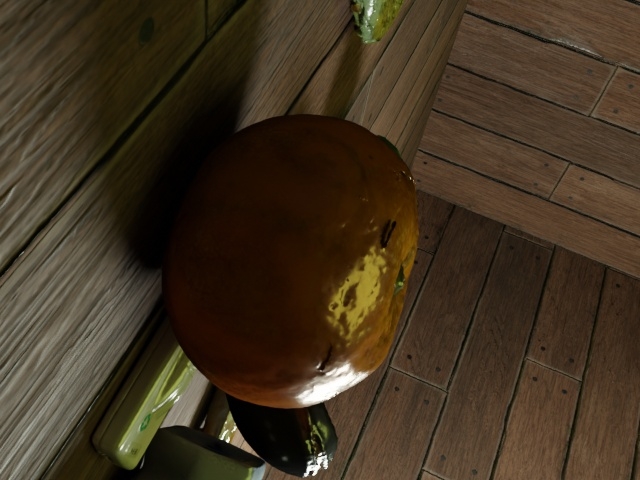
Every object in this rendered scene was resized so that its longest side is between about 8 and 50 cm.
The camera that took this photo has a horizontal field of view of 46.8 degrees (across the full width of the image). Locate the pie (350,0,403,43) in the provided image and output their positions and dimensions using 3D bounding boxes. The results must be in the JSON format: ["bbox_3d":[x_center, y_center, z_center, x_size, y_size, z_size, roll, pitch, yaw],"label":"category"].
[{"bbox_3d":[0.110,-0.414,1.005,0.323,0.071,0.323,-63,174,-12],"label":"pie"}]

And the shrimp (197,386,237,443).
[{"bbox_3d":[-0.148,0.268,1.216,0.154,0.062,0.294,106,7,-74],"label":"shrimp"}]

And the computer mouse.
[{"bbox_3d":[-0.072,0.189,0.994,0.323,0.116,0.182,-132,-154,-66],"label":"computer mouse"}]

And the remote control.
[{"bbox_3d":[-0.158,0.132,0.793,0.090,0.049,0.230,93,22,-60],"label":"remote control"}]

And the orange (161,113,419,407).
[{"bbox_3d":[-0.024,0.017,0.714,0.284,0.226,0.283,18,90,-76],"label":"orange"}]

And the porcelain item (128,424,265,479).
[{"bbox_3d":[-0.202,0.432,0.871,0.242,0.179,0.405,79,34,-77],"label":"porcelain item"}]

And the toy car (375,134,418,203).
[{"bbox_3d":[0.040,-0.003,1.285,0.213,0.177,0.358,-113,-148,-64],"label":"toy car"}]
